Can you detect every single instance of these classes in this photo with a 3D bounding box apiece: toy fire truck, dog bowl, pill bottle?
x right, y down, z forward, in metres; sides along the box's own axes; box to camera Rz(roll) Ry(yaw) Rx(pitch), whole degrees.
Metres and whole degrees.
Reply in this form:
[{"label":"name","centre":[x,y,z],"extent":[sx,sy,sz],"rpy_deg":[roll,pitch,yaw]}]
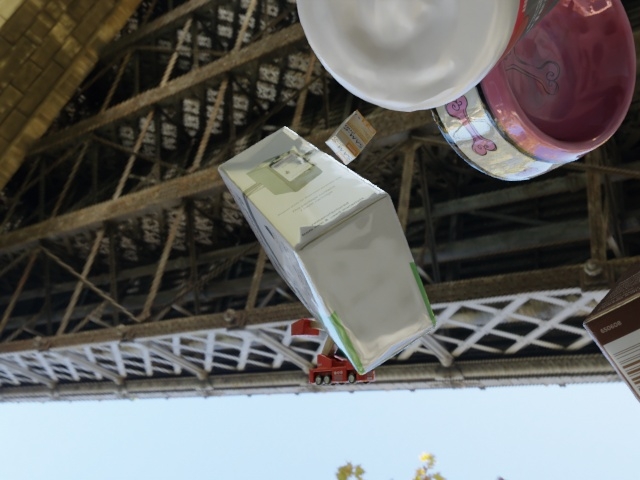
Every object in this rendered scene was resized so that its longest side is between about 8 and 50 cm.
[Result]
[{"label":"toy fire truck","centre":[0.023,0.213,1.186],"extent":[0.192,0.047,0.135],"rpy_deg":[-16,-111,43]},{"label":"dog bowl","centre":[0.387,-0.314,1.081],"extent":[0.407,0.408,0.150],"rpy_deg":[-60,-157,-14]},{"label":"pill bottle","centre":[0.132,-0.254,0.545],"extent":[0.177,0.176,0.318],"rpy_deg":[-1,-148,38]}]

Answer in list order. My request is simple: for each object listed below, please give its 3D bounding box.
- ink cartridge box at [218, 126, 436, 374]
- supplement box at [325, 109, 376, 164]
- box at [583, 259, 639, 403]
[{"label":"ink cartridge box","centre":[0.000,0.000,0.791],"extent":[0.122,0.211,0.289],"rpy_deg":[-33,-146,-9]},{"label":"supplement box","centre":[0.062,-0.206,1.216],"extent":[0.036,0.062,0.098],"rpy_deg":[-29,-161,50]},{"label":"box","centre":[0.390,0.079,0.572],"extent":[0.167,0.203,0.168],"rpy_deg":[-42,-103,38]}]
